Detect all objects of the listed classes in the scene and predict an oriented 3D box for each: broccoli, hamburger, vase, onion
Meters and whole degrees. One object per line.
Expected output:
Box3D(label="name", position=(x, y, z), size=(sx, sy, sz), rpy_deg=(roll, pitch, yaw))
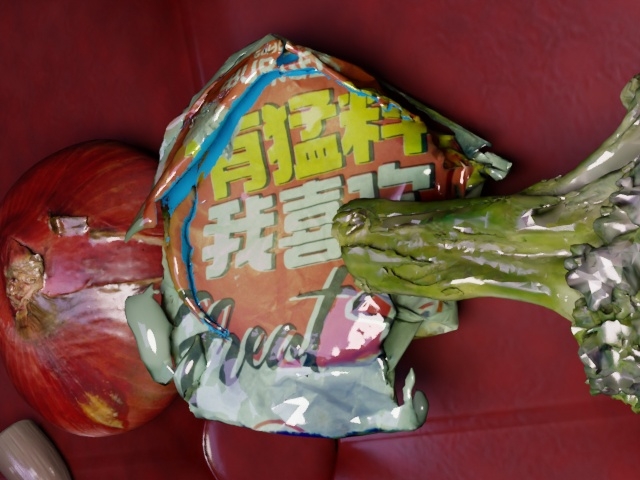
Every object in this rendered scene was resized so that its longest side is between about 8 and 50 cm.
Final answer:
Box3D(label="broccoli", position=(0.146, -0.024, 0.760), size=(0.275, 0.177, 0.198), rpy_deg=(24, 91, 32))
Box3D(label="hamburger", position=(-0.004, 0.004, 0.948), size=(0.261, 0.150, 0.276), rpy_deg=(18, 92, 20))
Box3D(label="vase", position=(-0.260, 0.219, 1.234), size=(0.100, 0.053, 0.053), rpy_deg=(45, 122, 23))
Box3D(label="onion", position=(-0.192, 0.038, 1.098), size=(0.248, 0.161, 0.248), rpy_deg=(-10, 79, 60))
